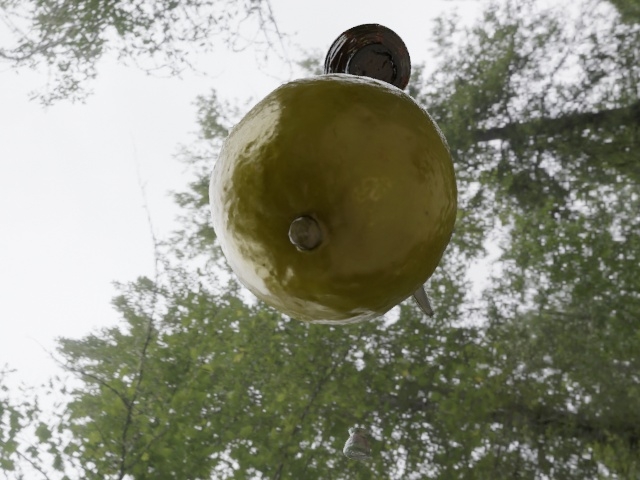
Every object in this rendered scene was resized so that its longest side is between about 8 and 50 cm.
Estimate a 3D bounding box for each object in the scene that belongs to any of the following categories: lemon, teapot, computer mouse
[{"bbox_3d":[0.017,-0.052,0.835,0.348,0.348,0.347,-1,-89,-43],"label":"lemon"},{"bbox_3d":[0.092,0.485,1.528,0.064,0.064,0.083,-81,-31,-41],"label":"teapot"},{"bbox_3d":[0.262,0.120,1.766,0.102,0.045,0.198,37,-147,-71],"label":"computer mouse"}]

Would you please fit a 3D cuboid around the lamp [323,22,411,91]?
[{"bbox_3d":[0.126,-0.465,1.744,0.247,0.247,0.246,-1,-89,-43],"label":"lamp"}]

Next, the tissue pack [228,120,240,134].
[{"bbox_3d":[-0.103,-0.169,1.313,0.092,0.196,0.148,-30,-61,-11],"label":"tissue pack"}]
